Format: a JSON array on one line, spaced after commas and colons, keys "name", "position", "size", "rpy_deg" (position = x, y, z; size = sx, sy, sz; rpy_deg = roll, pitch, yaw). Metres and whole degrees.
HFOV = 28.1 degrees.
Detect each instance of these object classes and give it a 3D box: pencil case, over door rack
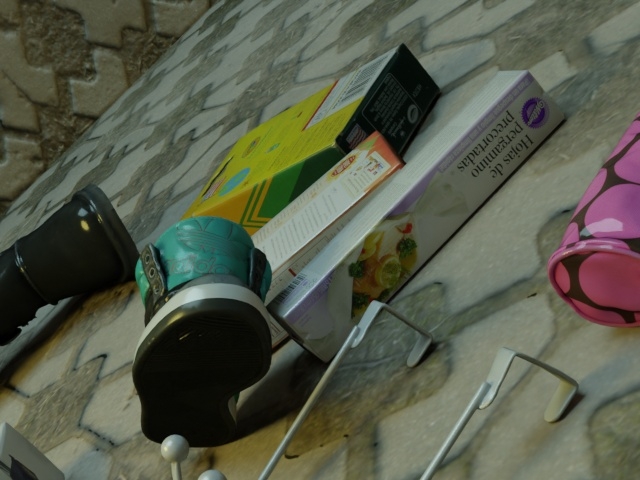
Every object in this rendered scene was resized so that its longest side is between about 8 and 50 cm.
[{"name": "pencil case", "position": [0.235, -0.037, 0.855], "size": [0.098, 0.095, 0.209], "rpy_deg": [6, 50, 40]}, {"name": "over door rack", "position": [-0.015, 0.164, 0.883], "size": [0.324, 0.108, 0.239], "rpy_deg": [-46, 19, -10]}]

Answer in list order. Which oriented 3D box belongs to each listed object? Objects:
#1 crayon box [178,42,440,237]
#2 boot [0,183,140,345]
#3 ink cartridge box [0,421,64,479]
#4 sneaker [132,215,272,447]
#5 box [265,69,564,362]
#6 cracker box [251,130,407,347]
[{"name": "crayon box", "position": [-0.022, -0.096, 1.547], "size": [0.319, 0.081, 0.202], "rpy_deg": [-23, 26, 45]}, {"name": "boot", "position": [-0.494, 0.103, 1.829], "size": [0.445, 0.146, 0.367], "rpy_deg": [-31, 1, -21]}, {"name": "ink cartridge box", "position": [-0.351, 0.310, 1.271], "size": [0.172, 0.100, 0.237], "rpy_deg": [-40, 18, 5]}, {"name": "sneaker", "position": [-0.095, 0.050, 1.087], "size": [0.295, 0.124, 0.178], "rpy_deg": [114, 158, -61]}, {"name": "box", "position": [0.087, -0.025, 1.177], "size": [0.324, 0.063, 0.067], "rpy_deg": [-46, 18, -9]}, {"name": "cracker box", "position": [0.000, 0.000, 1.299], "size": [0.232, 0.067, 0.155], "rpy_deg": [-39, 17, 7]}]
